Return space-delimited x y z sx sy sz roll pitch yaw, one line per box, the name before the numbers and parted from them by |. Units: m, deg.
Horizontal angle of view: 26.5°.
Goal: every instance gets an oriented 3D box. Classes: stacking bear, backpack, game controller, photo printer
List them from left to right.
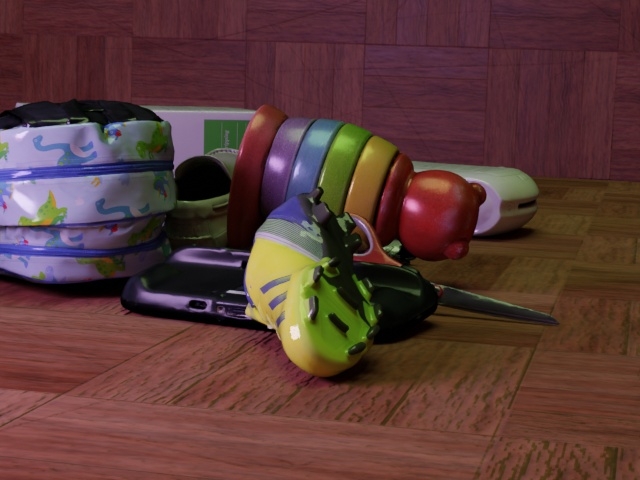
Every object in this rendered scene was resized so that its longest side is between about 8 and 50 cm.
backpack | -0.299 -0.060 1.594 0.290 0.273 0.355 1 -15 -29
game controller | -0.045 0.058 1.402 0.319 0.067 0.166 5 22 26
stacking bear | 0.050 -0.054 1.636 0.289 0.175 0.164 16 -33 9
photo printer | 0.205 -0.073 2.265 0.308 0.107 0.256 5 8 22

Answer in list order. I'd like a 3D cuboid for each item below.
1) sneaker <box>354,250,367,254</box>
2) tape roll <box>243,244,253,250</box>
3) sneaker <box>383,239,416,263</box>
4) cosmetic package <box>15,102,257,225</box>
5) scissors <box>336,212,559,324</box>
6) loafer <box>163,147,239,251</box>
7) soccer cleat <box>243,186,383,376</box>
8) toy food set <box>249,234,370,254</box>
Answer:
sneaker | 0.000 0.000 1.796 0.081 0.080 0.211 5 14 -32
tape roll | -0.121 -0.035 1.990 0.189 0.080 0.189 2 8 0
sneaker | 0.111 0.014 1.843 0.069 0.038 0.098 7 18 24
cosmetic package | -0.283 -0.113 2.107 0.366 0.196 0.155 -3 9 -22
scissors | 0.103 0.061 1.459 0.297 0.109 0.021 28 -21 24
loafer | -0.140 -0.064 1.773 0.112 0.111 0.319 0 24 3
soccer cleat | -0.018 0.054 1.237 0.093 0.121 0.289 43 17 -21
toy food set | 0.007 0.024 1.575 0.218 0.071 0.128 5 8 22
